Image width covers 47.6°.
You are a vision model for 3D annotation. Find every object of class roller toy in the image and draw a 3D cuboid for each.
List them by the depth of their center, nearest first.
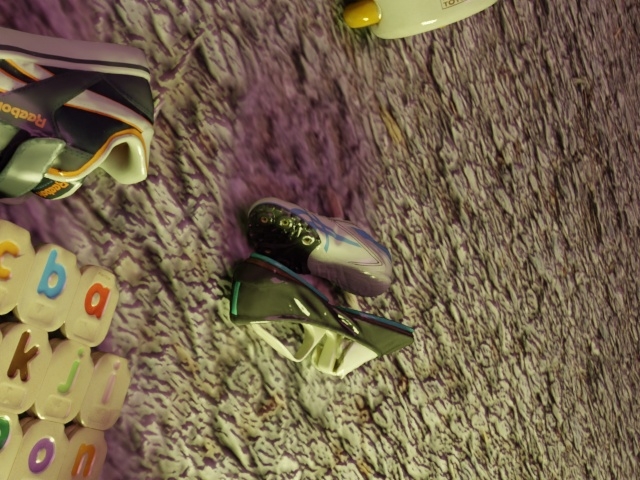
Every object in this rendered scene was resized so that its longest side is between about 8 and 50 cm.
[{"bbox_3d":[0.142,-0.356,0.973,0.209,0.191,0.146,-42,120,-41],"label":"roller toy"}]

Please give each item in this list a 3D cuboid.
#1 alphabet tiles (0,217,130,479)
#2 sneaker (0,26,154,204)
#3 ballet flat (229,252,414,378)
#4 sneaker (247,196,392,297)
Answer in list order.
[{"bbox_3d":[-0.257,0.135,0.577,0.284,0.021,0.278,43,58,-60],"label":"alphabet tiles"},{"bbox_3d":[-0.258,-0.093,0.565,0.321,0.126,0.127,-11,91,-50],"label":"sneaker"},{"bbox_3d":[-0.001,0.107,0.884,0.280,0.095,0.096,28,78,-34],"label":"ballet flat"},{"bbox_3d":[0.000,0.000,0.898,0.237,0.085,0.086,29,42,-40],"label":"sneaker"}]
